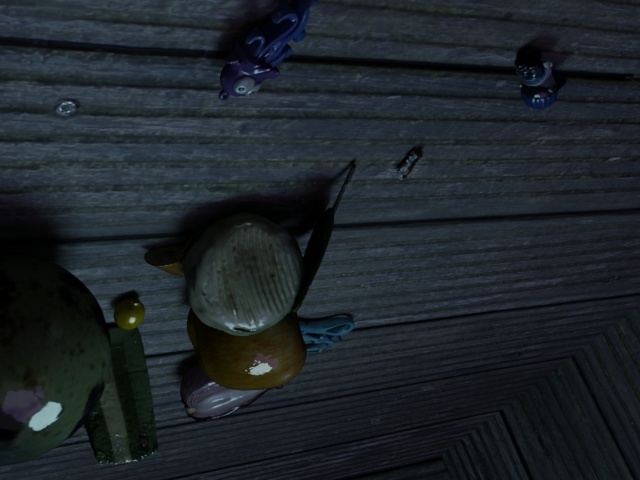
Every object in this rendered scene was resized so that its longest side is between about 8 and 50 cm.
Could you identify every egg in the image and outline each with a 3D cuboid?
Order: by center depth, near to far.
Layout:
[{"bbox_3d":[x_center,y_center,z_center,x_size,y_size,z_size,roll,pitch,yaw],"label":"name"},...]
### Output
[{"bbox_3d":[-0.542,0.212,1.540,0.345,0.345,0.428,0,145,-36],"label":"egg"}]

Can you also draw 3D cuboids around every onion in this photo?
[{"bbox_3d":[-0.219,0.352,2.287,0.283,0.120,0.227,-11,150,-13],"label":"onion"}]

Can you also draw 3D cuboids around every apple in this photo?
[{"bbox_3d":[-0.160,0.195,1.895,0.264,0.264,0.264,-17,153,-9],"label":"apple"}]

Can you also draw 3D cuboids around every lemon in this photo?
[{"bbox_3d":[-0.392,0.149,1.852,0.062,0.062,0.083,2,131,-39],"label":"lemon"}]

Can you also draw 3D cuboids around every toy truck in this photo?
[{"bbox_3d":[0.173,-0.147,1.763,0.032,0.024,0.083,-37,168,-47],"label":"toy truck"}]

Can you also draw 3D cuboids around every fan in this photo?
[{"bbox_3d":[-0.001,0.000,1.753,0.011,0.229,0.335,22,108,-9],"label":"fan"}]

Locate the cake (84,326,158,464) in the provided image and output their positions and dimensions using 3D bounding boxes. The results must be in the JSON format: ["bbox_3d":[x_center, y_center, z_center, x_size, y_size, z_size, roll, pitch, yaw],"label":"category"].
[{"bbox_3d":[-0.436,0.313,1.903,0.158,0.284,0.172,-7,134,-27],"label":"cake"}]

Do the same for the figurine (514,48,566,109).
[{"bbox_3d":[0.388,-0.284,1.614,0.077,0.079,0.136,12,177,32],"label":"figurine"}]

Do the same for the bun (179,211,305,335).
[{"bbox_3d":[-0.155,0.063,1.724,0.239,0.239,0.141,-12,-174,-19],"label":"bun"}]

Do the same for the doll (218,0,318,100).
[{"bbox_3d":[-0.079,-0.276,1.298,0.206,0.067,0.110,-46,155,20],"label":"doll"}]

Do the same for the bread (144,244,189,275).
[{"bbox_3d":[-0.285,0.036,1.735,0.062,0.049,0.103,-30,154,15],"label":"bread"}]

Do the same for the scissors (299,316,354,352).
[{"bbox_3d":[-0.060,0.227,2.272,0.180,0.032,0.393,-35,151,25],"label":"scissors"}]
